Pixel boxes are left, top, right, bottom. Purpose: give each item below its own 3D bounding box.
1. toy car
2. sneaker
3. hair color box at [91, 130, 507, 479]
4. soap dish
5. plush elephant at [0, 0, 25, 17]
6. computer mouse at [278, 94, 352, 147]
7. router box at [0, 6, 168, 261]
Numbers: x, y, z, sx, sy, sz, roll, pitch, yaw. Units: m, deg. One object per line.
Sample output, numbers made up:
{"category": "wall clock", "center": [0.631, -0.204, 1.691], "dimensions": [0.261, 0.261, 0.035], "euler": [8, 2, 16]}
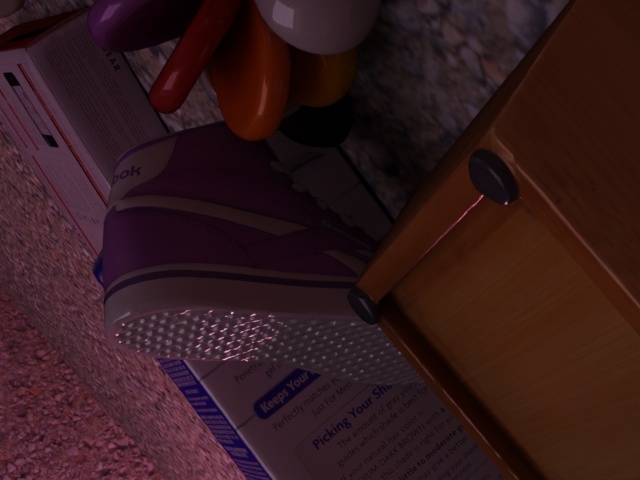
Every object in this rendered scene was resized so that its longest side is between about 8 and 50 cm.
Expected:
{"category": "toy car", "center": [-0.066, -0.138, 0.612], "dimensions": [0.182, 0.136, 0.159], "euler": [53, 152, 0]}
{"category": "sneaker", "center": [0.000, -0.001, 0.689], "dimensions": [0.102, 0.282, 0.161], "euler": [-45, 42, 44]}
{"category": "hair color box", "center": [0.007, 0.097, 0.792], "dimensions": [0.339, 0.185, 0.110], "euler": [54, 161, -4]}
{"category": "soap dish", "center": [0.136, 0.034, 0.507], "dimensions": [0.229, 0.118, 0.291], "euler": [50, 161, 6]}
{"category": "plush elephant", "center": [-0.356, -0.256, 0.900], "dimensions": [0.255, 0.272, 0.330], "euler": [106, 154, -50]}
{"category": "computer mouse", "center": [-0.067, -0.149, 0.754], "dimensions": [0.242, 0.041, 0.071], "euler": [45, 159, 21]}
{"category": "router box", "center": [-0.243, -0.083, 1.182], "dimensions": [0.301, 0.082, 0.335], "euler": [15, 138, 59]}
